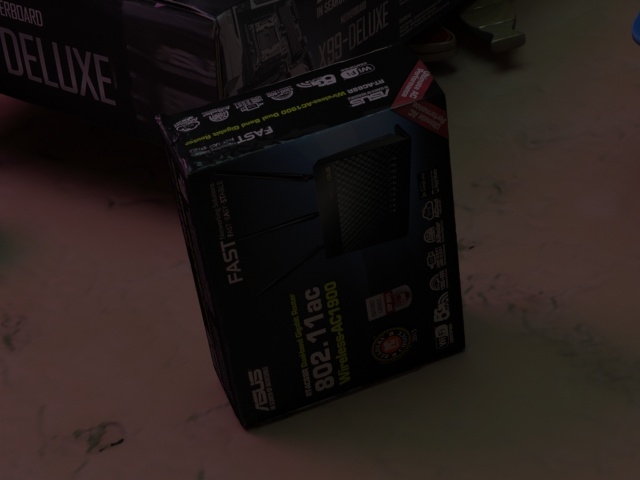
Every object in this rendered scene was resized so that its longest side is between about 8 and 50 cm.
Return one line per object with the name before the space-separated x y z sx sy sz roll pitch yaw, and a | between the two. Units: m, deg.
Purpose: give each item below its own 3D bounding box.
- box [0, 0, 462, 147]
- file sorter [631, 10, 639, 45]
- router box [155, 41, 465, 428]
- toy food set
box | -0.054 -0.161 0.764 0.242 0.076 0.307 20 38 30
file sorter | 0.183 -0.101 0.592 0.104 0.170 0.118 4 36 28
router box | 0.000 0.000 0.532 0.092 0.122 0.038 -19 40 -11
toy food set | 0.059 -0.119 0.788 0.078 0.019 0.122 -11 34 0
